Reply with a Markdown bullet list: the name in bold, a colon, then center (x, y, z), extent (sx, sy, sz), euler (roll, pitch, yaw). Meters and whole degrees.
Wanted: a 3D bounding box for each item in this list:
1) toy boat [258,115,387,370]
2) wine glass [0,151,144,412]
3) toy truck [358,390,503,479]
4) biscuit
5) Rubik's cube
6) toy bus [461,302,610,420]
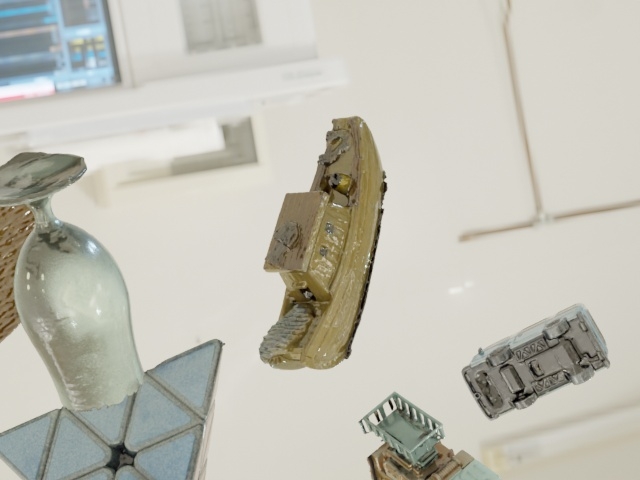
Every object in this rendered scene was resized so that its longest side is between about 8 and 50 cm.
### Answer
- **toy boat**: center (0.000, 0.000, 1.540), extent (0.089, 0.321, 0.121), euler (-2, 157, 45)
- **wine glass**: center (-0.224, 0.038, 1.135), extent (0.103, 0.222, 0.103), euler (-11, -155, 5)
- **toy truck**: center (0.129, 0.251, 1.383), extent (0.080, 0.115, 0.178), euler (-37, -138, -21)
- **biscuit**: center (-0.447, 0.048, 1.594), extent (0.037, 0.262, 0.262), euler (31, -152, 34)
- **Rubik's cube**: center (-0.211, 0.277, 1.558), extent (0.233, 0.228, 0.228), euler (-29, -173, -40)
- **toy bus**: center (0.195, 0.106, 1.169), extent (0.123, 0.060, 0.075), euler (-29, -176, 20)
